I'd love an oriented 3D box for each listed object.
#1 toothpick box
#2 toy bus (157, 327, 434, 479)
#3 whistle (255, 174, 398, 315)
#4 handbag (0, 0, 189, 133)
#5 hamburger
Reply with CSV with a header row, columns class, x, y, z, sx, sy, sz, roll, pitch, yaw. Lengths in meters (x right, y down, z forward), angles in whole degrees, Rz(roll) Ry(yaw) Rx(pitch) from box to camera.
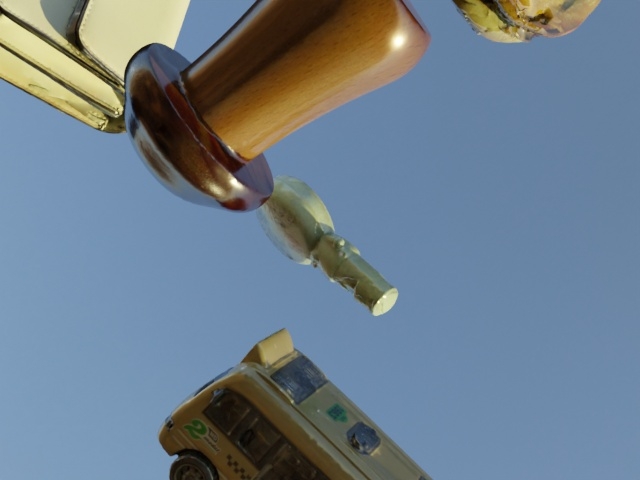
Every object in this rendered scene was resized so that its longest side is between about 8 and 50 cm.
class,x,y,z,sx,sy,sz,roll,pitch,yaw
toothpick box,-0.048,-0.157,0.929,0.294,0.192,0.192,-34,-90,14
toy bus,-0.005,0.288,1.153,0.365,0.177,0.202,42,-70,10
whistle,0.000,0.000,1.251,0.258,0.067,0.126,43,-26,28
handbag,-0.273,-0.341,1.224,0.236,0.359,0.160,32,-34,-31
hamburger,0.174,-0.269,0.884,0.113,0.185,0.177,21,-56,52
